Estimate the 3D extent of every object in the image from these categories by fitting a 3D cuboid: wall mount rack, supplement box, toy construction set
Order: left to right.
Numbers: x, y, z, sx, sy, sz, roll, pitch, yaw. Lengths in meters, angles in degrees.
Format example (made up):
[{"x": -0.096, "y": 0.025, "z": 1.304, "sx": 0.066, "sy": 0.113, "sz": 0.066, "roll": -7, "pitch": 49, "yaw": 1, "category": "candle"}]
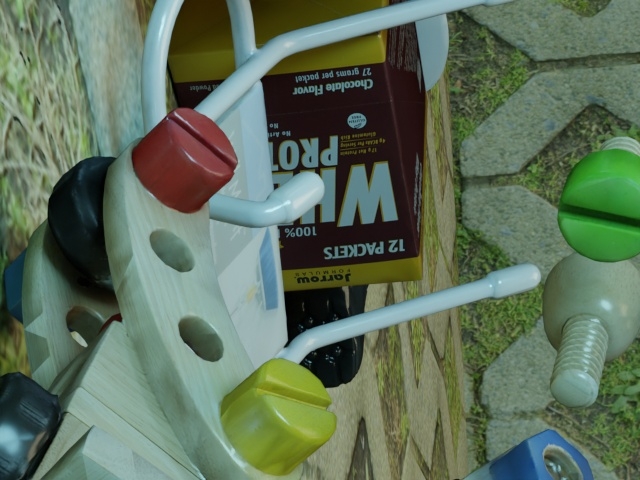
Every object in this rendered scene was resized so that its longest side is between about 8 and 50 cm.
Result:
[{"x": -0.006, "y": -0.102, "z": 1.121, "sx": 0.191, "sy": 0.129, "sz": 0.194, "roll": -85, "pitch": 166, "yaw": -48, "category": "supplement box"}, {"x": 0.002, "y": 0.091, "z": 0.595, "sx": 0.257, "sy": 0.309, "sz": 0.237, "roll": 66, "pitch": 23, "yaw": -17, "category": "toy construction set"}, {"x": 0.013, "y": -0.003, "z": 0.959, "sx": 0.304, "sy": 0.130, "sz": 0.350, "roll": -48, "pitch": 142, "yaw": -49, "category": "wall mount rack"}]

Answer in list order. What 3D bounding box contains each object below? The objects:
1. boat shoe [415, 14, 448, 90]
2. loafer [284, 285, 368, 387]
[{"x": 0.003, "y": -0.232, "z": 1.204, "sx": 0.301, "sy": 0.108, "sz": 0.102, "roll": 54, "pitch": 25, "yaw": -33, "category": "boat shoe"}, {"x": 0.000, "y": 0.000, "z": 1.308, "sx": 0.078, "sy": 0.076, "sz": 0.223, "roll": -80, "pitch": 169, "yaw": -76, "category": "loafer"}]
